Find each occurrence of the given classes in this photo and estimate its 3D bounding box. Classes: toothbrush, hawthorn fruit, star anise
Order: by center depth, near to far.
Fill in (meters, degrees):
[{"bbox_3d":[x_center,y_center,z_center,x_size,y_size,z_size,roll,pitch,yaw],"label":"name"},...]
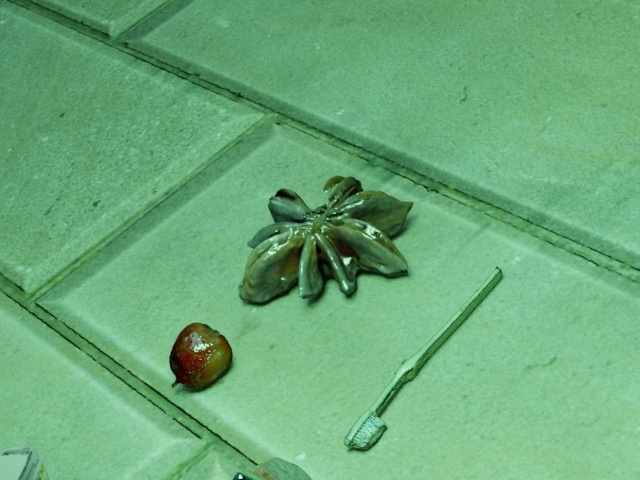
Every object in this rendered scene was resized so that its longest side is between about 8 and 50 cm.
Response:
[{"bbox_3d":[0.118,0.126,1.712,0.028,0.026,0.294,26,57,24],"label":"toothbrush"},{"bbox_3d":[-0.141,0.134,1.801,0.077,0.077,0.077,-14,37,11],"label":"hawthorn fruit"},{"bbox_3d":[0.000,0.000,1.884,0.236,0.093,0.229,-35,44,-10],"label":"star anise"}]

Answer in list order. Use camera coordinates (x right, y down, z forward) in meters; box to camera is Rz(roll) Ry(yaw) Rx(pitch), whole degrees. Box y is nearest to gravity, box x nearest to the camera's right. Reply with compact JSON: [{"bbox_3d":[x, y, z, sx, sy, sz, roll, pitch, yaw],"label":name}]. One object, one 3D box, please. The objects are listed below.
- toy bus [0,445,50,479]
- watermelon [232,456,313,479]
[{"bbox_3d":[-0.426,0.291,1.720,0.274,0.112,0.090,-5,40,22],"label":"toy bus"},{"bbox_3d":[-0.057,0.305,1.570,0.207,0.136,0.202,-38,-10,25],"label":"watermelon"}]
